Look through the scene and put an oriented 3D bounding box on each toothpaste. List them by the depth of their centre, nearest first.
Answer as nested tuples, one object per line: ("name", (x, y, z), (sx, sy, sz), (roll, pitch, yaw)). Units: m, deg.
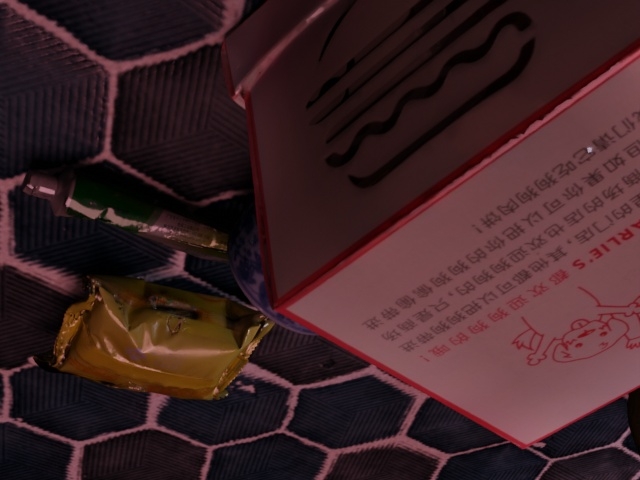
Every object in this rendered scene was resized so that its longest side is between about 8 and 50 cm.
("toothpaste", (-0.159, -0.018, 0.858), (0.248, 0.047, 0.078), (20, 164, -29))

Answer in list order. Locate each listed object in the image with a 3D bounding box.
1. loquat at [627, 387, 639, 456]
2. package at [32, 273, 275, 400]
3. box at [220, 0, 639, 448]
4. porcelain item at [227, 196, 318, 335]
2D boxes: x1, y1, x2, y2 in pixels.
("loquat", (0.530, 0.217, 1.092), (0.276, 0.284, 0.276), (-25, 134, -28))
("package", (-0.173, 0.107, 0.958), (0.226, 0.090, 0.168), (18, 133, -24))
("box", (0.149, -0.076, 0.671), (0.314, 0.300, 0.312), (-36, 131, 25))
("porcelain item", (0.000, 0.000, 0.837), (0.147, 0.147, 0.114), (19, 129, -29))
